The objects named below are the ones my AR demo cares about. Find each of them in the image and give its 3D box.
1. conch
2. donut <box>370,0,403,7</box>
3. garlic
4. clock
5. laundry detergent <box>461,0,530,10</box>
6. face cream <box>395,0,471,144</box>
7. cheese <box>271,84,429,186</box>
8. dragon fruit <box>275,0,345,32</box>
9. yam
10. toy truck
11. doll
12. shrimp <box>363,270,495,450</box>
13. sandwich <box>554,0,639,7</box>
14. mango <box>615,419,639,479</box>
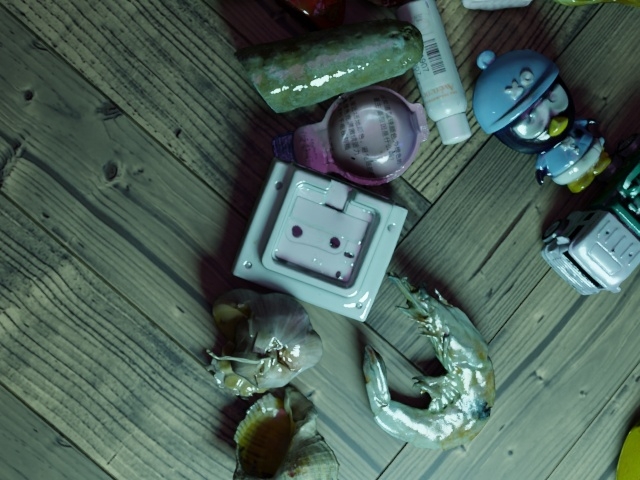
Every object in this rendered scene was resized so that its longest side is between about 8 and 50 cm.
[{"bbox_3d":[-0.061,0.369,1.661,0.178,0.163,0.245,9,55,-23],"label":"conch"},{"bbox_3d":[0.176,-0.553,1.747,0.112,0.151,0.295,40,115,-21],"label":"donut"},{"bbox_3d":[-0.128,0.199,1.640,0.257,0.207,0.207,-29,92,-52],"label":"garlic"},{"bbox_3d":[0.000,0.000,1.690,0.262,0.116,0.231,21,93,-6],"label":"clock"},{"bbox_3d":[0.324,-0.606,1.790,0.159,0.088,0.335,-2,87,-7],"label":"laundry detergent"},{"bbox_3d":[0.214,-0.309,1.763,0.082,0.082,0.269,-18,89,-8],"label":"face cream"},{"bbox_3d":[0.055,-0.182,1.740,0.286,0.074,0.189,-17,87,5],"label":"cheese"},{"bbox_3d":[0.001,-0.442,1.725,0.161,0.127,0.120,42,91,-4],"label":"dragon fruit"},{"bbox_3d":[0.021,-0.315,1.697,0.330,0.133,0.133,-15,89,-1],"label":"yam"},{"bbox_3d":[0.576,-0.067,1.755,0.176,0.178,0.363,44,85,-4],"label":"toy truck"},{"bbox_3d":[0.398,-0.229,1.756,0.314,0.141,0.177,45,88,-7],"label":"doll"},{"bbox_3d":[0.183,0.220,1.721,0.247,0.085,0.360,-26,103,-8],"label":"shrimp"},{"bbox_3d":[0.562,-0.579,1.817,0.301,0.099,0.271,0,92,-11],"label":"sandwich"},{"bbox_3d":[0.632,0.435,1.760,0.167,0.130,0.262,27,90,-11],"label":"mango"}]
